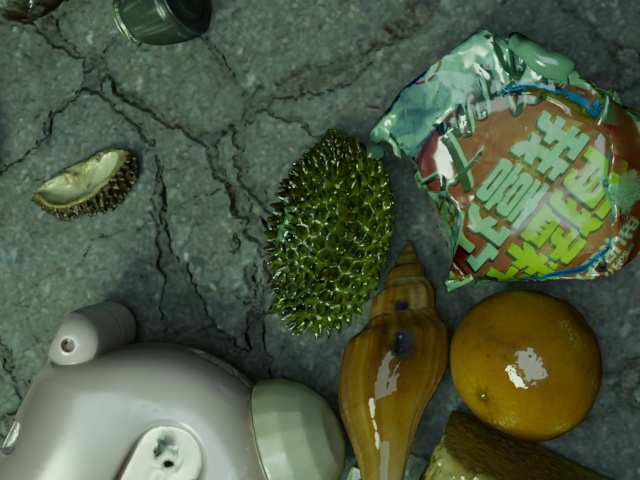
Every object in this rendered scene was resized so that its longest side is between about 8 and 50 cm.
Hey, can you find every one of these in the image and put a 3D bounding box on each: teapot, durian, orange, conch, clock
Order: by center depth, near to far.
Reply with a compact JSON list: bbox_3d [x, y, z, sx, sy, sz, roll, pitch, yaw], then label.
[{"bbox_3d":[0.207,0.120,1.302,0.136,0.159,0.159,-31,88,-27],"label":"orange"},{"bbox_3d":[0.072,0.157,1.322,0.109,0.093,0.331,9,70,-3],"label":"conch"},{"bbox_3d":[-0.004,0.001,1.342,0.137,0.095,0.221,29,109,44],"label":"durian"},{"bbox_3d":[-0.168,0.260,1.370,0.325,0.184,0.342,28,103,3],"label":"clock"},{"bbox_3d":[-0.173,-0.257,1.386,0.090,0.124,0.092,-19,132,26],"label":"teapot"},{"bbox_3d":[-0.255,-0.056,1.418,0.130,0.052,0.066,-24,87,11],"label":"durian"}]

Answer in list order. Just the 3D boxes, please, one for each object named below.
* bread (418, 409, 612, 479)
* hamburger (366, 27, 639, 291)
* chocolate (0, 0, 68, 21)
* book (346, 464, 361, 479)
[{"bbox_3d":[0.227,0.285,1.292,0.274,0.185,0.114,22,103,8],"label":"bread"},{"bbox_3d":[0.206,-0.090,1.302,0.260,0.150,0.276,-23,105,28],"label":"hamburger"},{"bbox_3d":[-0.347,-0.345,1.390,0.110,0.110,0.248,-24,93,11],"label":"chocolate"},{"bbox_3d":[0.047,0.306,1.407,0.077,0.014,0.111,25,98,7],"label":"book"}]
